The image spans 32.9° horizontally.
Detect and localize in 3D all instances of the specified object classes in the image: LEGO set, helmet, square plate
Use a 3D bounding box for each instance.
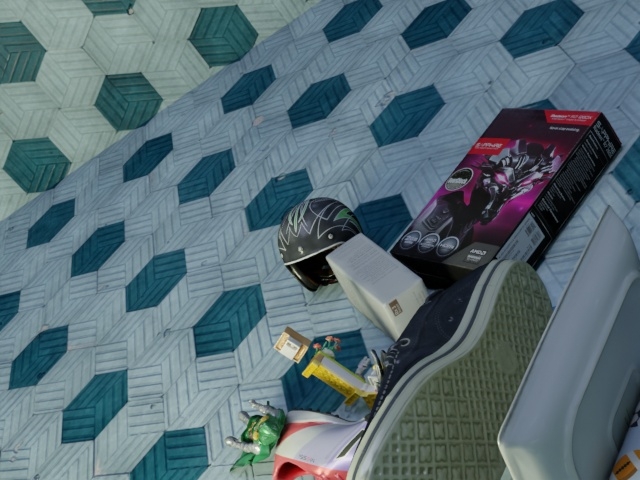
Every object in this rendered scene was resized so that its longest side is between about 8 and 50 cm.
[{"bbox_3d":[0.077,0.189,1.700,0.287,0.132,0.107,12,48,25],"label":"LEGO set"},{"bbox_3d":[0.000,0.000,1.998,0.169,0.161,0.169,-27,33,19],"label":"helmet"},{"bbox_3d":[0.325,0.198,1.206,0.049,0.347,0.344,3,45,37],"label":"square plate"}]

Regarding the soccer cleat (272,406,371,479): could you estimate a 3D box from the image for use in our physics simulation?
[{"bbox_3d":[0.053,0.318,1.597,0.318,0.108,0.116,-5,56,46],"label":"soccer cleat"}]

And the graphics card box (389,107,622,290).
[{"bbox_3d":[0.312,-0.070,1.834,0.371,0.094,0.233,-51,33,-18],"label":"graphics card box"}]

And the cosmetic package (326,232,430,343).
[{"bbox_3d":[0.107,0.085,1.814,0.085,0.117,0.231,-35,31,-11],"label":"cosmetic package"}]

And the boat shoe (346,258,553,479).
[{"bbox_3d":[0.148,0.198,1.360,0.156,0.187,0.500,-20,20,38],"label":"boat shoe"}]

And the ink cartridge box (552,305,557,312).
[{"bbox_3d":[0.278,0.191,1.531,0.203,0.086,0.148,-22,34,27],"label":"ink cartridge box"}]

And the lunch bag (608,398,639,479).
[{"bbox_3d":[0.514,0.247,1.074,0.385,0.239,0.328,-14,36,46],"label":"lunch bag"}]

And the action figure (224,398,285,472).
[{"bbox_3d":[-0.100,0.302,1.716,0.137,0.063,0.232,-65,9,-17],"label":"action figure"}]
